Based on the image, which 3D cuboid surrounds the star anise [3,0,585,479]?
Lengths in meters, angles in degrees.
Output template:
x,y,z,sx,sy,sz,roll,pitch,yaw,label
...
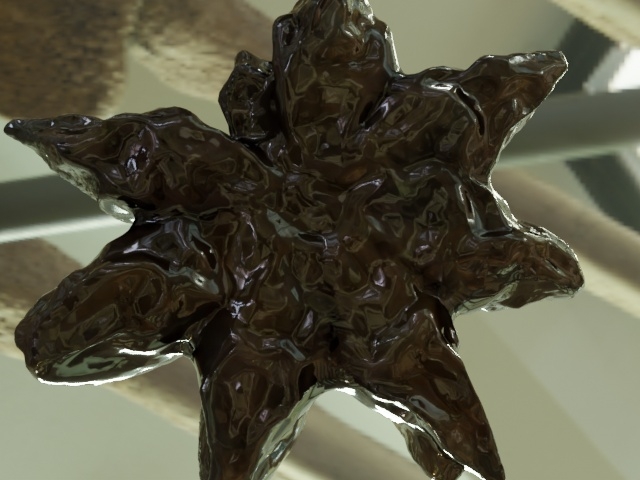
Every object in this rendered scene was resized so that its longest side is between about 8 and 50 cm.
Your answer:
x,y,z,sx,sy,sz,roll,pitch,yaw,label
-0.010,-0.016,0.830,0.315,0.108,0.315,0,-101,-1,star anise
